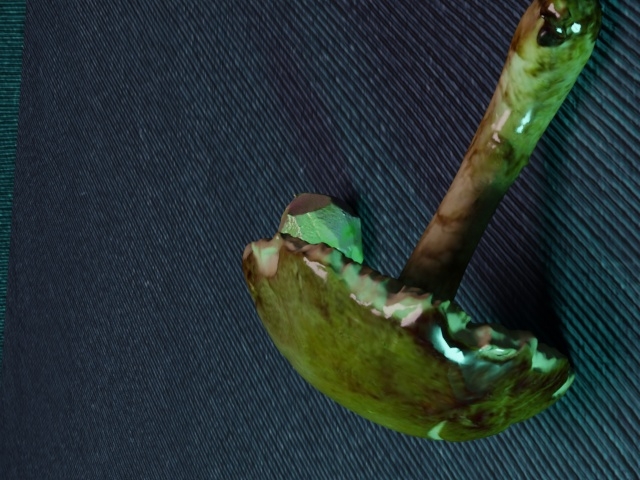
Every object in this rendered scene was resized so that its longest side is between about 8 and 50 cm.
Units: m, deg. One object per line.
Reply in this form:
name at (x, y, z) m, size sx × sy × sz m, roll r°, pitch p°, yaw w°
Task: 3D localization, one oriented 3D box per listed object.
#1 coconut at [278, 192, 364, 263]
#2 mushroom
coconut at (0.000, 0.000, 1.411) m, size 0.083 × 0.081 × 0.082 m, roll -58°, pitch 2°, yaw 28°
mushroom at (0.112, 0.010, 1.087) m, size 0.208 × 0.302 × 0.233 m, roll 54°, pitch -178°, yaw 13°
